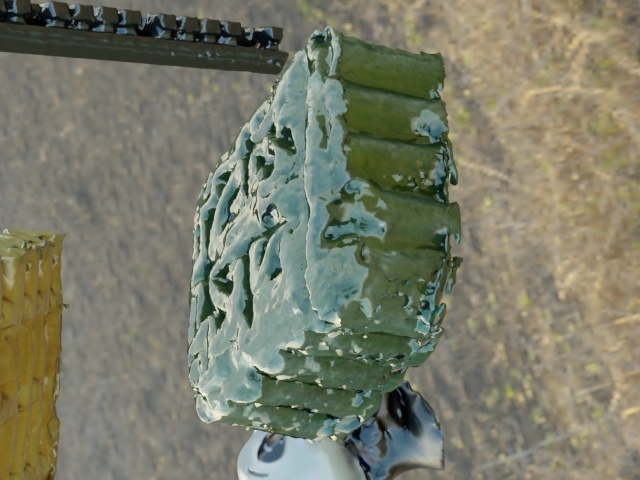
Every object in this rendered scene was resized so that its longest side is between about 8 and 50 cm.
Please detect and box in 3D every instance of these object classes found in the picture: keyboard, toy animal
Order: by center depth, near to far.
[{"bbox_3d":[-0.104,-0.069,0.456,0.060,0.196,0.018,16,102,52],"label":"keyboard"},{"bbox_3d":[0.009,0.183,1.302,0.138,0.179,0.166,55,176,-6],"label":"toy animal"}]

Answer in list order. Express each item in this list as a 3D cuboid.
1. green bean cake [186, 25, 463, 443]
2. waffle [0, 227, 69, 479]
[{"bbox_3d":[0.000,0.000,1.062,0.255,0.132,0.241,132,145,-51],"label":"green bean cake"},{"bbox_3d":[-0.328,0.142,1.509,0.348,0.078,0.304,-61,-27,-88],"label":"waffle"}]
